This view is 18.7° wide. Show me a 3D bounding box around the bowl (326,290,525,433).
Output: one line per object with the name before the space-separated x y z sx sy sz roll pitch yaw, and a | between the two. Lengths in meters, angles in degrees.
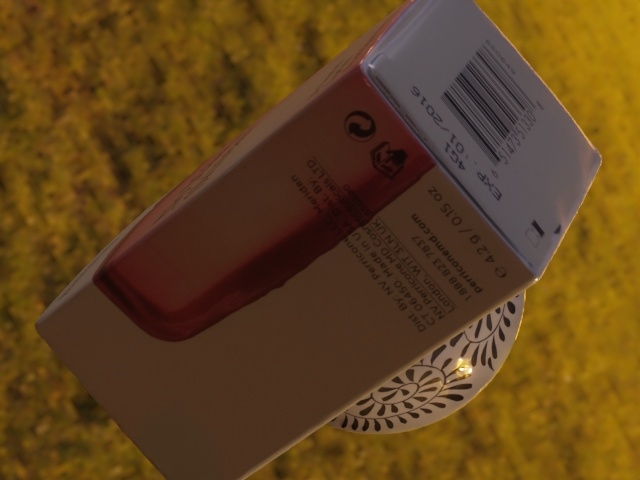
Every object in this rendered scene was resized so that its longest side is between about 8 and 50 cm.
bowl | 0.027 0.021 1.094 0.170 0.170 0.080 64 7 17

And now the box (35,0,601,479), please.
box | 0.000 0.000 0.945 0.127 0.232 0.148 50 30 -7
